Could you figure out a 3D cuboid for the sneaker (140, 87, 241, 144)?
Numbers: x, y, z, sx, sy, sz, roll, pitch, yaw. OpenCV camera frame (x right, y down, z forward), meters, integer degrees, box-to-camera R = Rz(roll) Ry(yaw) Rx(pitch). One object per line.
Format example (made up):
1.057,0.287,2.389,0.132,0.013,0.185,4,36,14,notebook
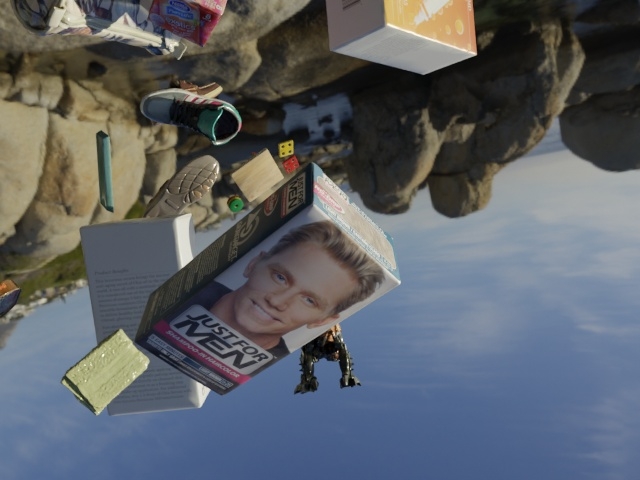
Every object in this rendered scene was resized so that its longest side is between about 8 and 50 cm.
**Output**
-0.358,-0.355,1.557,0.296,0.123,0.178,-1,-154,-31,sneaker

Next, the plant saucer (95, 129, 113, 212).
-0.523,-0.165,1.296,0.018,0.192,0.067,-11,-152,-36,plant saucer

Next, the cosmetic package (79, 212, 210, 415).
-0.410,0.172,1.303,0.230,0.453,0.161,-5,-173,1,cosmetic package

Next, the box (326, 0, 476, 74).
0.191,-0.537,1.241,0.345,0.215,0.168,-5,180,-43,box

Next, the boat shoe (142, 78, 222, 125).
-0.477,-0.506,1.856,0.123,0.123,0.342,-19,-163,43,boat shoe

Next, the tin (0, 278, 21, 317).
-0.752,0.147,1.233,0.106,0.040,0.190,-36,179,-44,tin

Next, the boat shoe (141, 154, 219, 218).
-0.469,-0.162,1.760,0.324,0.123,0.116,-44,-150,-3,boat shoe

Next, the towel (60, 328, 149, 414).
-0.427,0.259,1.070,0.027,0.110,0.148,-10,-150,52,towel

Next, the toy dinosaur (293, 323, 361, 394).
-0.002,0.265,1.350,0.164,0.218,0.322,-12,161,13,toy dinosaur

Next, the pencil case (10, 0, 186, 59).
-0.456,-0.497,1.146,0.160,0.183,0.410,-51,172,23,pencil case

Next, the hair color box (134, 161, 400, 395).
-0.080,0.069,0.756,0.347,0.174,0.105,-37,-151,23,hair color box

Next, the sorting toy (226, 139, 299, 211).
-0.192,-0.211,1.635,0.274,0.132,0.046,-36,-129,-5,sorting toy

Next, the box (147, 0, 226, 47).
-0.238,-0.538,1.056,0.123,0.256,0.128,19,160,-25,box
